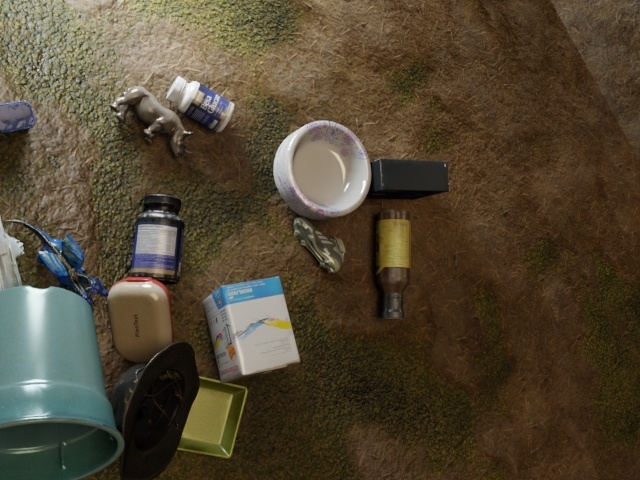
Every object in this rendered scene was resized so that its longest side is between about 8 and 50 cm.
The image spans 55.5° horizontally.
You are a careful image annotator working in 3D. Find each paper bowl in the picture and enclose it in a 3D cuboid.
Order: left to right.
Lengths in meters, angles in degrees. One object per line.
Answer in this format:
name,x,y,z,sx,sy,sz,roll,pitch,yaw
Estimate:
paper bowl,-0.004,-0.199,1.799,0.285,0.148,0.284,5,81,-29

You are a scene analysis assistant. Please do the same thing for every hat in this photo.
hat,-0.417,0.385,1.423,0.134,0.331,0.331,12,73,16

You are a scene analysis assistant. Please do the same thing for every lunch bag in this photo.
lunch bag,-0.739,-0.294,1.450,0.099,0.065,0.067,-17,107,-31

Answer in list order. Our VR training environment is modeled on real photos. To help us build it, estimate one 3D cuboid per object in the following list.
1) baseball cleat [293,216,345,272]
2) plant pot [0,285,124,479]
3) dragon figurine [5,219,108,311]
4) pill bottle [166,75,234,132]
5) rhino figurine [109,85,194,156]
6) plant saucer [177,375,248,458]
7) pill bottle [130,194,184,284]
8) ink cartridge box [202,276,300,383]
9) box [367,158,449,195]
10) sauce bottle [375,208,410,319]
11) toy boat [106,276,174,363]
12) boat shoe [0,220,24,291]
baseball cleat,0.000,0.000,1.830,0.205,0.072,0.109,57,48,-16
plant pot,-0.600,0.296,1.262,0.341,0.341,0.334,3,48,-29
dragon figurine,-0.608,0.043,1.429,0.085,0.144,0.289,-39,102,-28
pill bottle,-0.331,-0.377,1.671,0.169,0.094,0.094,27,71,-23
rhino figurine,-0.432,-0.311,1.620,0.243,0.073,0.106,40,69,-20
plant saucer,-0.304,0.459,1.598,0.188,0.045,0.188,21,74,-25
pill bottle,-0.413,-0.001,1.557,0.123,0.123,0.219,9,78,-28
ink cartridge box,-0.185,0.237,1.601,0.168,0.171,0.232,-8,76,-31
box,0.245,-0.189,1.916,0.261,0.184,0.103,-2,83,-29
sauce bottle,0.228,0.075,1.911,0.112,0.111,0.344,8,78,-28
toy boat,-0.435,0.188,1.516,0.151,0.151,0.230,1,109,3
boat shoe,-0.731,0.034,1.408,0.081,0.079,0.227,-9,94,-37
